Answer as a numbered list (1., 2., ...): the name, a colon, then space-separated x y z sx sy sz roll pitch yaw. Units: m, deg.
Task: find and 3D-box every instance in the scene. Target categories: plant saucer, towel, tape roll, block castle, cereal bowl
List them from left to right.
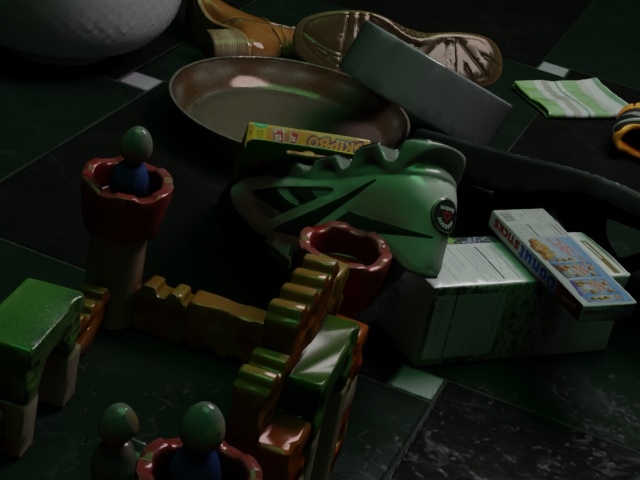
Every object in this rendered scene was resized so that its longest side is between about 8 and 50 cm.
1. cereal bowl: -0.354 -0.330 1.870 0.339 0.141 0.339 10 27 -5
2. block castle: -0.131 0.090 1.101 0.303 0.213 0.453 17 28 10
3. plant saucer: -0.042 -0.156 1.769 0.310 0.050 0.311 10 28 -5
4. tape roll: 0.135 -0.197 1.771 0.219 0.072 0.219 30 8 -5
5. towel: 0.376 -0.214 2.070 0.152 0.023 0.113 -3 30 -26

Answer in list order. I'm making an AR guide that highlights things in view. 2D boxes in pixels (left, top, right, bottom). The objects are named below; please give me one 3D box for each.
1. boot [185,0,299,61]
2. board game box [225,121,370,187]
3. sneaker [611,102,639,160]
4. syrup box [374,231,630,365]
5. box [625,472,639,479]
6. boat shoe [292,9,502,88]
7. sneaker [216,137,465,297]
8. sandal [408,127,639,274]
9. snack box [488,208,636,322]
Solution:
1. boot: -0.108 -0.308 2.006 0.152 0.073 0.197 -2 43 -23
2. board game box: -0.029 -0.069 1.455 0.124 0.039 0.259 8 -12 -8
3. sneaker: 0.498 -0.126 1.903 0.214 0.084 0.083 15 30 25
4. syrup box: 0.186 0.057 1.414 0.236 0.093 0.096 -3 31 -26
5. box: 0.287 0.260 1.076 0.158 0.093 0.156 -14 38 -42
6. boat shoe: 0.102 -0.255 1.974 0.302 0.109 0.098 4 -11 -14
7. sneaker: 0.000 0.000 1.368 0.122 0.146 0.330 15 -16 -35
8. sandal: 0.272 -0.025 1.592 0.167 0.107 0.445 20 1 -45
9. snack box: 0.237 0.021 1.375 0.064 0.022 0.178 -1 32 -26
